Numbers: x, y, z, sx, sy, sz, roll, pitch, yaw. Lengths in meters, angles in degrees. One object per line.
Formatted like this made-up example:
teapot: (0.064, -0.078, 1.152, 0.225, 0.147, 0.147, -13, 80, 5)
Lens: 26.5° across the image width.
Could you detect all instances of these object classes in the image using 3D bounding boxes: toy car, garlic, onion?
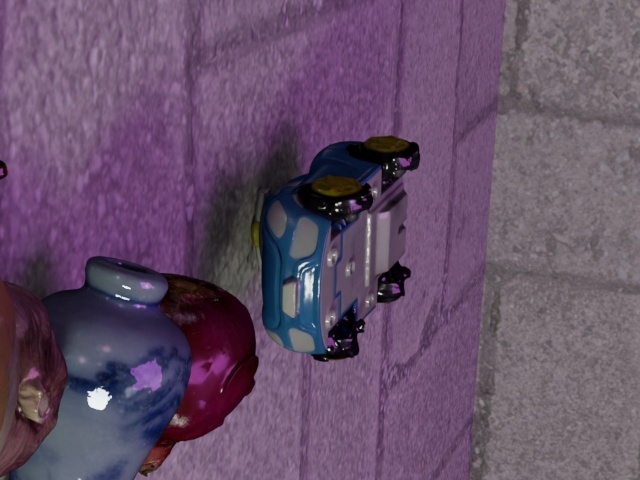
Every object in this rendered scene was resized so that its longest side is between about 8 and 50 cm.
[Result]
toy car: (0.000, 0.000, 1.484, 0.314, 0.166, 0.198, -44, 139, -60)
garlic: (-0.238, 0.102, 0.955, 0.147, 0.102, 0.159, 55, 50, -57)
onion: (-0.127, 0.132, 1.238, 0.173, 0.135, 0.198, -40, 138, -58)

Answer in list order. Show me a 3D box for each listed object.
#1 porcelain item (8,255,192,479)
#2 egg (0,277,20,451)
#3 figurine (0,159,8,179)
porcelain item: (-0.188, 0.142, 1.085, 0.141, 0.141, 0.259, 2, 107, -71)
egg: (-0.266, 0.067, 0.714, 0.244, 0.201, 0.201, 48, 54, -64)
figurine: (-0.258, -0.103, 0.847, 0.098, 0.082, 0.154, -131, -154, -67)
